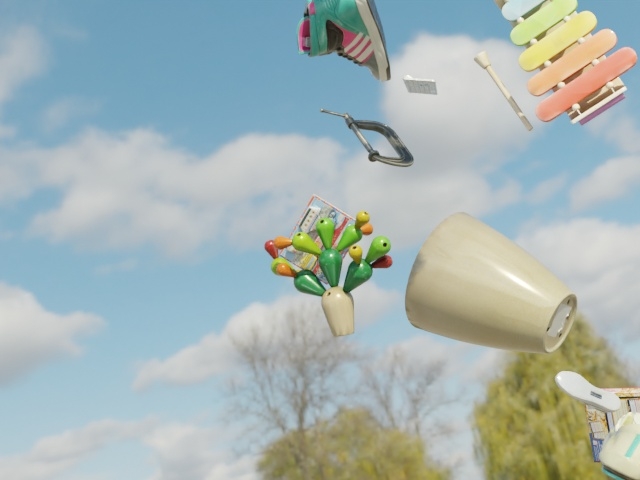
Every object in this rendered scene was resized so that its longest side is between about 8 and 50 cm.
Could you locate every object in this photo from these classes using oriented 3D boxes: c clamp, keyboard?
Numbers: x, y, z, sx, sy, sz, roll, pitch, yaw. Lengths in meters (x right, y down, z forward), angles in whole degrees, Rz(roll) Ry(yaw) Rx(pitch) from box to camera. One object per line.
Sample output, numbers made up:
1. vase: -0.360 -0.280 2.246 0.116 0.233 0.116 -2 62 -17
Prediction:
1. c clamp: 0.088 -0.177 1.765 0.137 0.160 0.022 0 -51 -36
2. keyboard: 0.231 -0.353 2.290 0.072 0.014 0.256 12 4 7

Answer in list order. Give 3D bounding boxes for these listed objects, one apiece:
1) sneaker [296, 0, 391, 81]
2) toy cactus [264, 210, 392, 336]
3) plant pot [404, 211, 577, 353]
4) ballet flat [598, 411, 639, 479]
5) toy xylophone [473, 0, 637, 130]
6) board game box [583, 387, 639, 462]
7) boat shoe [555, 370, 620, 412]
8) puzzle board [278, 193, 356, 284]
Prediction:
1. sneaker: 0.042 -0.420 2.104 0.179 0.123 0.295 -13 -32 11
2. toy cactus: 0.019 0.055 1.522 0.219 0.180 0.112 -11 -1 24
3. plant pot: 0.350 0.109 1.958 0.274 0.256 0.256 25 7 35
4. ballet flat: 0.394 0.252 1.240 0.086 0.086 0.248 -18 -12 14
5. toy xylophone: 0.430 -0.345 1.882 0.236 0.322 0.081 -41 -19 16
6. board game box: 0.629 0.369 1.994 0.194 0.146 0.045 -9 2 43
7. boat shoe: 0.381 0.222 1.443 0.100 0.035 0.035 23 -29 -1
8. puzzle board: 0.000 0.000 1.633 0.128 0.096 0.011 -59 -1 25
